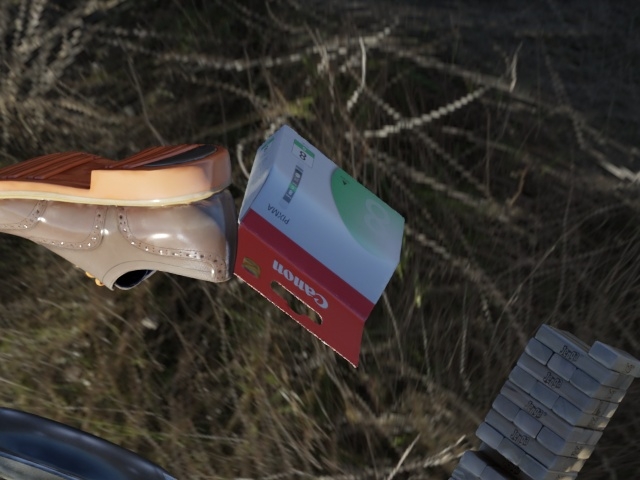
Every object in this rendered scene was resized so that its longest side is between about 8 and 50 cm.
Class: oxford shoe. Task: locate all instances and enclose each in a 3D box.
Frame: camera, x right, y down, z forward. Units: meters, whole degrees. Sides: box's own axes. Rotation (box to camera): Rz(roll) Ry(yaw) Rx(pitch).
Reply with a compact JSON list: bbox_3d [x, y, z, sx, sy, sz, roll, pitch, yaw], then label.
[{"bbox_3d":[-0.234,-0.013,1.383,0.363,0.130,0.133,1,108,39],"label":"oxford shoe"}]

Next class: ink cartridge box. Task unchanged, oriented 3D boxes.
[{"bbox_3d":[0.000,0.000,1.505,0.181,0.225,0.056,38,120,-18],"label":"ink cartridge box"}]

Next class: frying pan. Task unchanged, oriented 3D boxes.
[{"bbox_3d":[-0.131,0.166,0.962,0.326,0.197,0.053,1,65,45],"label":"frying pan"}]

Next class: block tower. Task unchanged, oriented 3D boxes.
[{"bbox_3d":[0.200,0.242,1.478,0.097,0.091,0.335,36,99,31],"label":"block tower"}]
